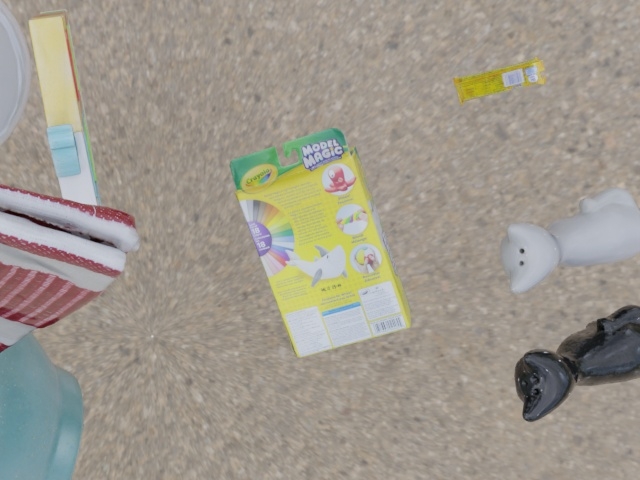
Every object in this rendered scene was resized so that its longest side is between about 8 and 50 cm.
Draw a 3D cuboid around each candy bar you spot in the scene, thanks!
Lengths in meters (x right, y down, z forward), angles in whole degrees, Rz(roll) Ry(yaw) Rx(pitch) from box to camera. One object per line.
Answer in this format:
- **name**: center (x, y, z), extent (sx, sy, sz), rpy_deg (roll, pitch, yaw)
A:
- **candy bar**: center (0.240, -0.216, 1.358), extent (0.018, 0.161, 0.040), rpy_deg (-19, 98, -38)

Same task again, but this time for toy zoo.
- **toy zoo**: center (-0.240, -0.119, 0.947), extent (0.030, 0.293, 0.192), rpy_deg (-10, 106, -11)

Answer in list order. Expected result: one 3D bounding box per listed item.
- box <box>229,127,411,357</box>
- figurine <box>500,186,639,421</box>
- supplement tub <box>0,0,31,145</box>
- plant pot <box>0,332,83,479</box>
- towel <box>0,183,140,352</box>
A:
- **box**: center (0.000, 0.000, 0.832), extent (0.105, 0.043, 0.179), rpy_deg (-16, 106, 11)
- **figurine**: center (0.262, 0.064, 1.045), extent (0.210, 0.092, 0.214), rpy_deg (-15, 98, -43)
- **supplement tub**: center (-0.518, -0.223, 1.193), extent (0.235, 0.325, 0.235), rpy_deg (-18, 119, -37)
- **plant pot**: center (-0.326, 0.167, 0.841), extent (0.196, 0.293, 0.293), rpy_deg (25, 80, -31)
- **towel**: center (-0.255, 0.007, 0.478), extent (0.237, 0.329, 0.037), rpy_deg (19, 66, -29)
